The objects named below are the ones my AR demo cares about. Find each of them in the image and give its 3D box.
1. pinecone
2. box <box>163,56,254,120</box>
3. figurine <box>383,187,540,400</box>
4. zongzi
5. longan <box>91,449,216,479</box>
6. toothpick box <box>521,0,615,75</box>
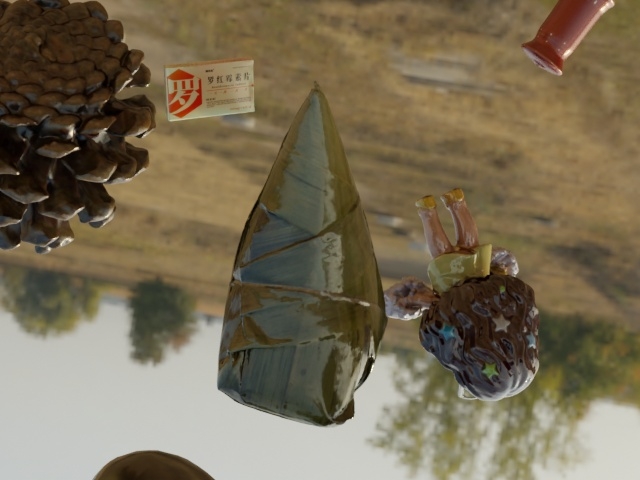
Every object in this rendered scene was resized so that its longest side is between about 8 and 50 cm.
[{"bbox_3d":[-0.415,-0.146,1.891,0.384,0.384,0.384,10,176,1],"label":"pinecone"},{"bbox_3d":[-0.114,-0.156,1.364,0.093,0.058,0.015,-8,-152,-17],"label":"box"},{"bbox_3d":[0.168,0.064,1.491,0.175,0.240,0.116,-16,163,-16],"label":"figurine"},{"bbox_3d":[0.000,0.000,1.245,0.145,0.300,0.274,7,-172,6],"label":"zongzi"},{"bbox_3d":[-0.243,0.495,1.834,0.336,0.404,0.404,-10,167,27],"label":"longan"},{"bbox_3d":[0.215,-0.188,1.162,0.047,0.083,0.047,36,-176,-3],"label":"toothpick box"}]
